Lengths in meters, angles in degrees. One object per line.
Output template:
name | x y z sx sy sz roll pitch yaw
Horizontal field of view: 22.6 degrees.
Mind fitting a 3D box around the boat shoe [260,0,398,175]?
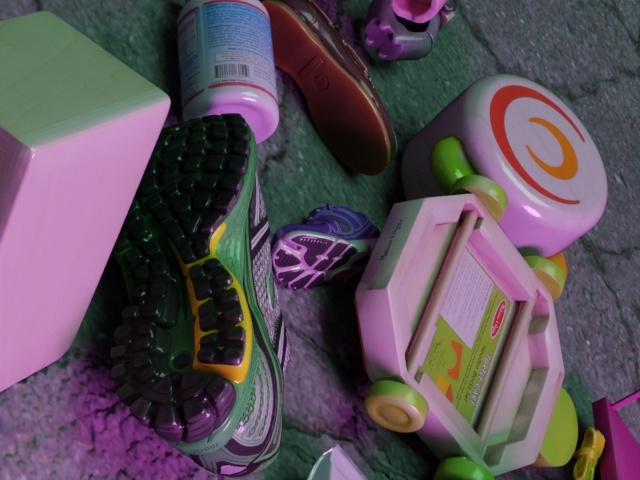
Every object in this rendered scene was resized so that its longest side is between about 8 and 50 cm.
boat shoe | 0.015 -0.163 1.582 0.207 0.073 0.073 57 36 -5

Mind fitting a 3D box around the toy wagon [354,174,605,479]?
toy wagon | 0.158 0.118 1.517 0.344 0.068 0.267 50 49 -32

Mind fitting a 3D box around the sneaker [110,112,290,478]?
sneaker | -0.096 0.037 1.278 0.146 0.134 0.343 61 20 -47

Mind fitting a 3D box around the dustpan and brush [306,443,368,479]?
dustpan and brush | 0.014 0.289 1.279 0.147 0.060 0.211 54 26 -32

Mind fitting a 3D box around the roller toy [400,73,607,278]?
roller toy | 0.188 -0.060 1.662 0.209 0.146 0.191 33 43 -18

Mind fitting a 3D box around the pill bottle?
pill bottle | -0.086 -0.169 1.447 0.087 0.087 0.160 24 48 -41

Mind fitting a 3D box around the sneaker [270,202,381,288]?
sneaker | 0.000 0.000 1.471 0.071 0.068 0.170 54 23 19

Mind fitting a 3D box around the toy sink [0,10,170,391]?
toy sink | -0.229 -0.021 1.095 0.131 0.234 0.153 35 32 16

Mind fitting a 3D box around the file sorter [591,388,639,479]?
file sorter | 0.433 0.283 1.632 0.290 0.182 0.202 55 17 -16

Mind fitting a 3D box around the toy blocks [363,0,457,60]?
toy blocks | 0.026 -0.322 1.580 0.288 0.309 0.260 46 52 2
